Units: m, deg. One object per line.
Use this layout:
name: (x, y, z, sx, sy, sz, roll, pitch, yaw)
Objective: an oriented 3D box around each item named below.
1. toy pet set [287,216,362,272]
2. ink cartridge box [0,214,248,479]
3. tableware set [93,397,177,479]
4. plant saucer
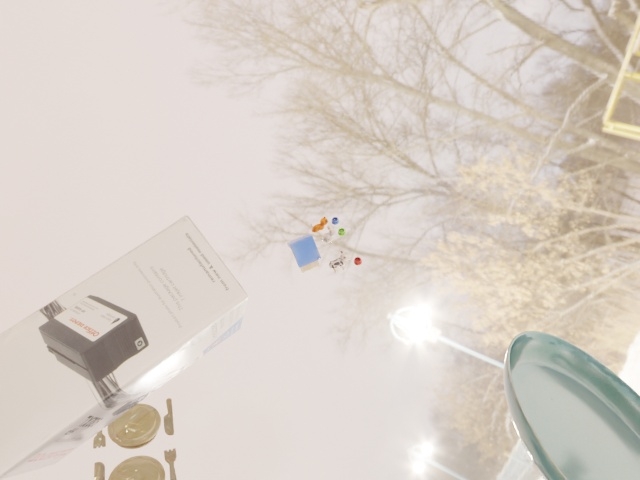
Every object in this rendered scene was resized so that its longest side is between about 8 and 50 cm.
toy pet set: (0.000, 0.000, 1.012, 0.114, 0.122, 0.065, -22, -39, -9)
ink cartridge box: (-0.252, 0.132, 0.692, 0.307, 0.129, 0.223, -36, -8, -19)
tableware set: (-0.303, 0.354, 0.928, 0.128, 0.194, 0.039, -5, -55, -16)
plant saucer: (0.330, 0.241, 0.651, 0.043, 0.317, 0.318, -54, -15, 28)
